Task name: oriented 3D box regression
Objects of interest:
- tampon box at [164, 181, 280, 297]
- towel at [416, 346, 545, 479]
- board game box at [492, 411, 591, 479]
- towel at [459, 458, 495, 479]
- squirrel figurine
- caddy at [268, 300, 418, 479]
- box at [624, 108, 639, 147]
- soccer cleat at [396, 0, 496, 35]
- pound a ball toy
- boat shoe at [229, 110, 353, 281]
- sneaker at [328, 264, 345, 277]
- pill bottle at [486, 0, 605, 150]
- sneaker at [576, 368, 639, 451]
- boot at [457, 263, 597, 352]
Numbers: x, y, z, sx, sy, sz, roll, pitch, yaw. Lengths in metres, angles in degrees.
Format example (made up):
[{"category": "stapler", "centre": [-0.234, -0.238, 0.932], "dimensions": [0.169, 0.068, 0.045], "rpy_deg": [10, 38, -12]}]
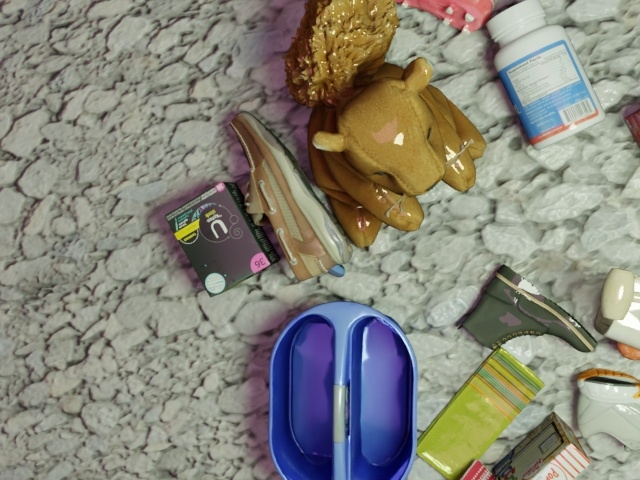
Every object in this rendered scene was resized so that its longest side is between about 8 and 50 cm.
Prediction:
[{"category": "tampon box", "centre": [-0.165, -0.003, 1.463], "dimensions": [0.121, 0.101, 0.161], "rpy_deg": [-31, 89, 9]}, {"category": "towel", "centre": [0.268, 0.300, 1.461], "dimensions": [0.102, 0.021, 0.237], "rpy_deg": [39, 97, 5]}, {"category": "board game box", "centre": [0.346, 0.359, 1.366], "dimensions": [0.045, 0.193, 0.147], "rpy_deg": [45, 98, 4]}, {"category": "towel", "centre": [0.295, 0.525, 1.403], "dimensions": [0.275, 0.031, 0.199], "rpy_deg": [47, 57, 0]}, {"category": "squirrel figurine", "centre": [0.064, -0.198, 1.286], "dimensions": [0.281, 0.370, 0.396], "rpy_deg": [-32, 88, 8]}, {"category": "caddy", "centre": [0.040, 0.265, 1.411], "dimensions": [0.242, 0.179, 0.341], "rpy_deg": [1, 93, 9]}, {"category": "box", "centre": [0.604, -0.118, 1.343], "dimensions": [0.128, 0.122, 0.256], "rpy_deg": [-29, 89, 9]}, {"category": "soccer cleat", "centre": [0.173, -0.429, 1.418], "dimensions": [0.248, 0.083, 0.095], "rpy_deg": [30, 67, 10]}, {"category": "pound a ball toy", "centre": [0.559, 0.149, 1.320], "dimensions": [0.319, 0.208, 0.135], "rpy_deg": [21, 95, 5]}, {"category": "boat shoe", "centre": [-0.074, -0.075, 1.411], "dimensions": [0.116, 0.123, 0.324], "rpy_deg": [-35, 67, 7]}, {"category": "sneaker", "centre": [0.000, 0.000, 1.466], "dimensions": [0.059, 0.053, 0.144], "rpy_deg": [-39, 88, 6]}, {"category": "pill bottle", "centre": [0.353, -0.267, 1.370], "dimensions": [0.124, 0.124, 0.221], "rpy_deg": [-25, 89, 8]}, {"category": "sneaker", "centre": [0.545, 0.290, 1.395], "dimensions": [0.263, 0.099, 0.120], "rpy_deg": [9, 102, 15]}, {"category": "boot", "centre": [0.341, 0.152, 1.420], "dimensions": [0.198, 0.077, 0.137], "rpy_deg": [40, 97, 18]}]
